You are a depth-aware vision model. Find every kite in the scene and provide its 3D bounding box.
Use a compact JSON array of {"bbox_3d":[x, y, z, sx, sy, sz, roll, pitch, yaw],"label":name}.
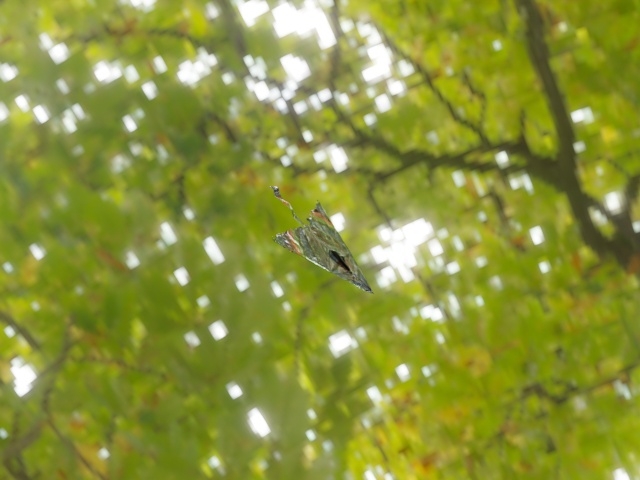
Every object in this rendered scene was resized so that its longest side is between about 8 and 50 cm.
[{"bbox_3d":[0.000,0.000,1.130,0.090,0.122,0.004,46,-73,6],"label":"kite"}]
